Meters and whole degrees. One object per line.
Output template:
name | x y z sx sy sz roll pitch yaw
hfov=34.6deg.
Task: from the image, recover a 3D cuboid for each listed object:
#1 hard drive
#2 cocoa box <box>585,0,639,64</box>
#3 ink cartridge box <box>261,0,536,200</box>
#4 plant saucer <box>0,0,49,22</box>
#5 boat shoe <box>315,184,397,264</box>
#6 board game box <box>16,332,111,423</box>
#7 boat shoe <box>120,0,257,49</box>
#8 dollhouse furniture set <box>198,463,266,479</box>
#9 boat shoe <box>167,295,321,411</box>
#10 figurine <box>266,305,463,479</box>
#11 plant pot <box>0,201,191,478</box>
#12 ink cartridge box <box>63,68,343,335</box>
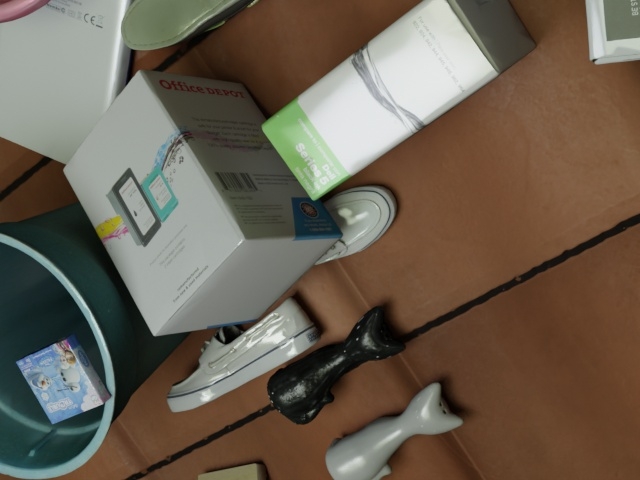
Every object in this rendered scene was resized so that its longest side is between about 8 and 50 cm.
hard drive | -0.366 -0.270 1.460 0.210 0.040 0.318 23 118 15
cocoa box | 0.374 -0.370 0.995 0.232 0.228 0.347 -2 108 24
ink cartridge box | 0.095 -0.183 1.204 0.273 0.198 0.114 -33 94 30
plant saucer | -0.423 -0.448 1.353 0.332 0.084 0.332 0 91 19
boat shoe | 0.000 0.000 1.383 0.226 0.076 0.083 -29 95 29
board game box | -0.308 0.166 1.229 0.090 0.020 0.090 -25 99 29
boat shoe | -0.160 -0.308 1.345 0.228 0.069 0.081 -20 88 28
dollhouse furniture set | -0.118 0.445 1.627 0.144 0.123 0.151 -18 66 28
boat shoe | -0.127 0.164 1.491 0.268 0.096 0.088 -29 91 28
figurine | 0.067 0.222 1.434 0.209 0.092 0.215 -38 92 26
plant pot | -0.337 0.093 1.419 0.341 0.334 0.341 9 112 22
ink cartridge box | -0.153 -0.050 1.317 0.197 0.198 0.270 -45 66 29
